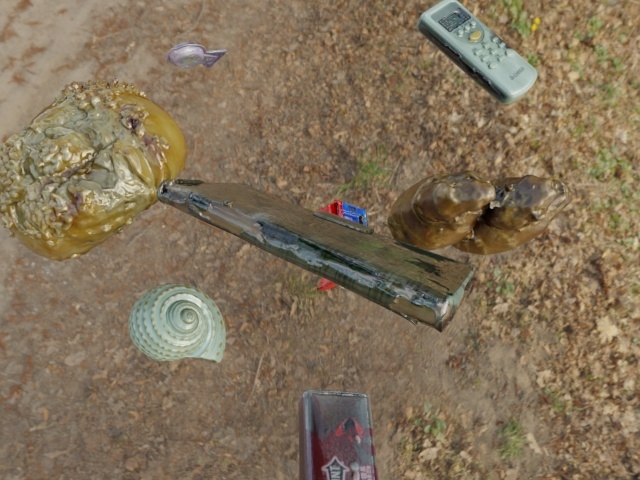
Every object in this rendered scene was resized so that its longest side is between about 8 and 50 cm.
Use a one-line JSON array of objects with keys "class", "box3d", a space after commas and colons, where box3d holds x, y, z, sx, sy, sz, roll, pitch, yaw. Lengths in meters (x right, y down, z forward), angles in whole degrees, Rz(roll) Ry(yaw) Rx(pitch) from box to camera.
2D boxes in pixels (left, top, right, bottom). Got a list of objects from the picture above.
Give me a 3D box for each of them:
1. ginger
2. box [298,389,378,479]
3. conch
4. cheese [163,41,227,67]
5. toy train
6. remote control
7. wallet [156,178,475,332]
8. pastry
[{"class": "ginger", "box3d": [0.324, -0.068, 0.980, 0.357, 0.274, 0.153, 1, 68, -9]}, {"class": "box", "box3d": [0.027, 0.345, 0.725, 0.120, 0.069, 0.224, 9, 49, -12]}, {"class": "conch", "box3d": [-0.251, 0.141, 0.852, 0.172, 0.200, 0.131, 14, 84, -32]}, {"class": "cheese", "box3d": [-0.358, -0.526, 1.375, 0.191, 0.105, 0.042, -22, 90, -51]}, {"class": "toy train", "box3d": [0.046, 0.014, 1.116, 0.131, 0.082, 0.204, 16, 61, -35]}, {"class": "remote control", "box3d": [0.365, -0.440, 1.124, 0.296, 0.056, 0.140, 46, 64, 9]}, {"class": "wallet", "box3d": [0.000, 0.001, 0.515, 0.316, 0.169, 0.044, 22, 104, 20]}, {"class": "pastry", "box3d": [-0.367, -0.120, 0.751, 0.255, 0.162, 0.311, 39, 77, 26]}]
